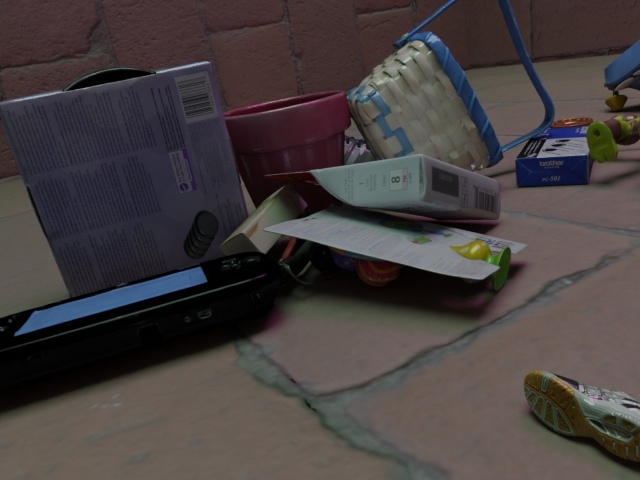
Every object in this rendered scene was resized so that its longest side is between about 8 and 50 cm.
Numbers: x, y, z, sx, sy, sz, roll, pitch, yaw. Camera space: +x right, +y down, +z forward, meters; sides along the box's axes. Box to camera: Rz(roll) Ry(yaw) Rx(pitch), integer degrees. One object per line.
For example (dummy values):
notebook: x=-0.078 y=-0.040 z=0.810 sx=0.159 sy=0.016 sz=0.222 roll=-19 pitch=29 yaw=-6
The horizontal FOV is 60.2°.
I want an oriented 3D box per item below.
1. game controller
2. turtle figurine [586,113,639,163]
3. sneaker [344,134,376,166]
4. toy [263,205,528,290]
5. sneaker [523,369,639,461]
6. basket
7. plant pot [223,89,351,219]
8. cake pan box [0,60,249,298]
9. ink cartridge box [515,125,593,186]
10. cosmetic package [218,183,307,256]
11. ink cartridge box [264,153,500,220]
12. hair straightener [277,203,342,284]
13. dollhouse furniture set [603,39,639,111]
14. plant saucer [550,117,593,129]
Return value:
game controller: x=-0.199 y=0.069 z=0.551 sx=0.320 sy=0.067 sz=0.166 roll=-15 pitch=19 yaw=-14
turtle figurine: x=0.486 y=-0.157 z=0.753 sx=0.218 sy=0.087 sz=0.270 roll=-16 pitch=25 yaw=-34
sneaker: x=0.039 y=-0.158 z=0.999 sx=0.300 sy=0.121 sz=0.111 roll=-13 pitch=19 yaw=-8
toy: x=0.074 y=0.015 z=0.572 sx=0.237 sy=0.056 sz=0.137 roll=10 pitch=18 yaw=34
sneaker: x=0.161 y=0.100 z=0.324 sx=0.037 sy=0.031 sz=0.083 roll=-6 pitch=18 yaw=-34
basket: x=0.197 y=-0.222 z=0.852 sx=0.289 sy=0.254 sz=0.201 roll=-31 pitch=16 yaw=2
plant pot: x=-0.044 y=-0.121 z=0.845 sx=0.202 sy=0.180 sz=0.201 roll=-10 pitch=19 yaw=3
cake pan box: x=-0.231 y=-0.080 z=0.696 sx=0.246 sy=0.266 sz=0.070 roll=-20 pitch=23 yaw=-19
ink cartridge box: x=0.374 y=-0.136 z=0.867 sx=0.097 sy=0.046 sz=0.207 roll=1 pitch=21 yaw=29
cosmetic package: x=-0.072 y=-0.019 z=0.708 sx=0.060 sy=0.041 sz=0.115 roll=-29 pitch=17 yaw=43
ink cartridge box: x=0.075 y=-0.054 z=0.685 sx=0.233 sy=0.066 sz=0.189 roll=-6 pitch=-7 yaw=40
hair straightener: x=0.000 y=0.000 z=0.666 sx=0.089 sy=0.047 sz=0.230 roll=-6 pitch=15 yaw=12
dollhouse furniture set: x=0.790 y=-0.307 z=1.114 sx=0.287 sy=0.198 sz=0.303 roll=7 pitch=-17 yaw=-12
plant saucer: x=0.518 y=-0.240 z=1.142 sx=0.084 sy=0.013 sz=0.083 roll=-10 pitch=18 yaw=3
